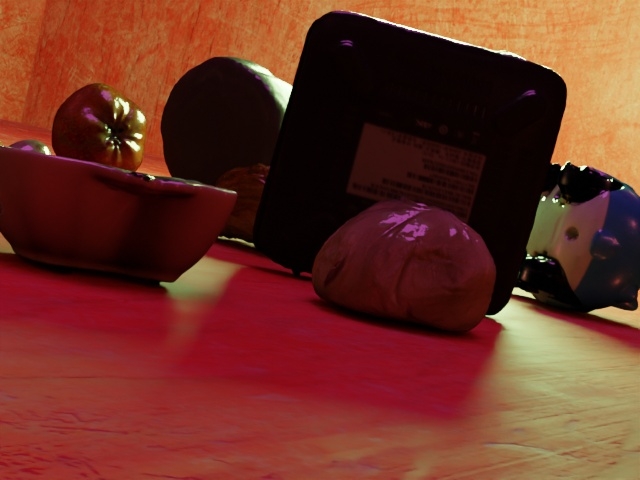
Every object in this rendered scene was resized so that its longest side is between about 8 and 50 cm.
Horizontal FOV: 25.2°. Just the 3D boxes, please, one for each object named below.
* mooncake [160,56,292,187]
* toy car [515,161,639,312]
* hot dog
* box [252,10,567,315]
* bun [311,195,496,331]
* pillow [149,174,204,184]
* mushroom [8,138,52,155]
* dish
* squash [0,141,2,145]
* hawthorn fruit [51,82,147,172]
[{"bbox_3d":[-0.125,-0.154,2.174,0.245,0.245,0.133,15,5,35],"label":"mooncake"},{"bbox_3d":[0.356,0.005,1.887,0.190,0.188,0.255,20,0,-11],"label":"toy car"},{"bbox_3d":[-0.017,-0.032,1.723,0.259,0.114,0.175,14,5,33],"label":"hot dog"},{"bbox_3d":[0.097,-0.079,1.520,0.290,0.289,0.073,15,7,-9],"label":"box"},{"bbox_3d":[0.080,0.017,1.319,0.167,0.113,0.173,13,2,5],"label":"bun"},{"bbox_3d":[-0.179,-0.054,1.945,0.091,0.055,0.136,17,7,26],"label":"pillow"},{"bbox_3d":[-0.341,-0.073,1.667,0.079,0.085,0.085,48,10,7],"label":"mushroom"},{"bbox_3d":[-0.182,-0.018,1.181,0.213,0.090,0.213,12,1,0],"label":"dish"},{"bbox_3d":[-0.540,-0.149,2.074,0.201,0.066,0.066,15,5,29],"label":"squash"},{"bbox_3d":[-0.376,-0.170,2.335,0.163,0.162,0.203,10,-5,-37],"label":"hawthorn fruit"}]
